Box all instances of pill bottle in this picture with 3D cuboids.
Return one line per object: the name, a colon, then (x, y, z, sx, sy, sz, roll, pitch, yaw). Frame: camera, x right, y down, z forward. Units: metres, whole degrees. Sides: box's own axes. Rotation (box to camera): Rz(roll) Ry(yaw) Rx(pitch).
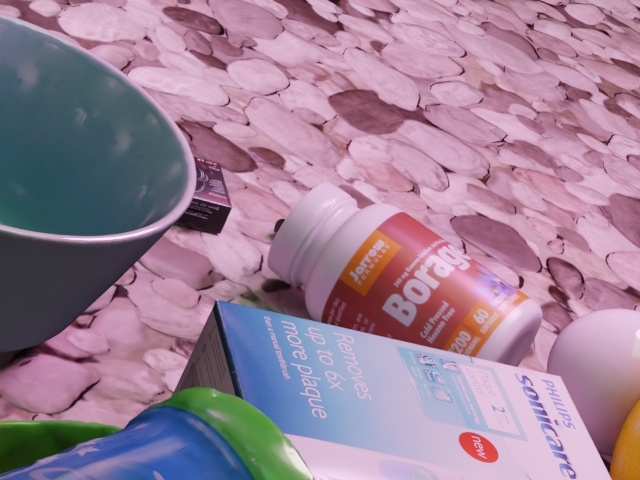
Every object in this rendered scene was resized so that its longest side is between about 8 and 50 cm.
pill bottle: (0.067, 0.046, 1.506, 0.216, 0.121, 0.121, 35, 29, 16)

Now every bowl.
bowl: (-0.263, -0.032, 1.317, 0.311, 0.163, 0.311, 20, 28, -11)

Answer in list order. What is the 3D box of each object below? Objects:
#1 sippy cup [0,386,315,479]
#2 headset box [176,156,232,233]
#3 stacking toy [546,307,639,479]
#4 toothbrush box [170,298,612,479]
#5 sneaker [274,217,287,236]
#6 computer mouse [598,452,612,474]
sippy cup: (-0.133, 0.214, 0.968, 0.224, 0.240, 0.305, -9, 0, -33)
headset box: (-0.116, -0.042, 1.598, 0.062, 0.032, 0.083, 15, 28, -21)
stacking toy: (0.324, 0.187, 1.301, 0.351, 0.350, 0.480, 2, 27, -38)
toothbrush box: (0.054, 0.179, 1.265, 0.295, 0.126, 0.216, 15, 30, -23)
sneaker: (0.000, 0.000, 1.624, 0.083, 0.031, 0.035, 33, 28, 12)
computer mouse: (0.216, 0.193, 1.464, 0.106, 0.042, 0.193, 38, 25, -4)
